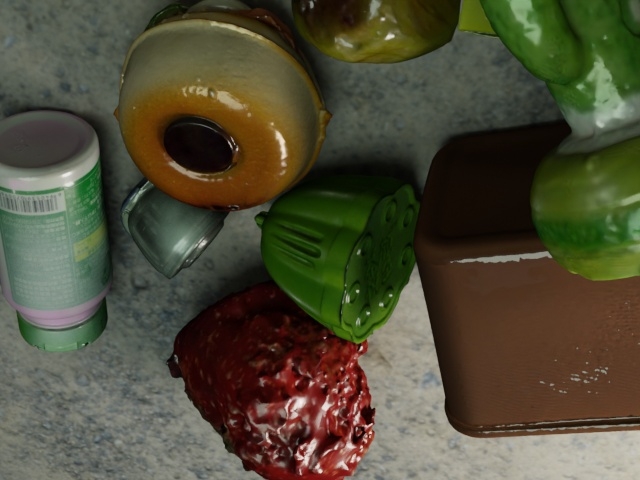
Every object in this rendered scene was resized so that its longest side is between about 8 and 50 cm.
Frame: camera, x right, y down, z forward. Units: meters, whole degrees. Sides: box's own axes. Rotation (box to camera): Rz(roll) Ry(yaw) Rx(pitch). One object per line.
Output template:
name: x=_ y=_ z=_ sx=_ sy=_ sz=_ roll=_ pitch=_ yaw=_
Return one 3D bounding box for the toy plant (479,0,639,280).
toy plant: x=0.229 y=-0.142 z=0.979 sx=0.184 sy=0.224 sz=0.316 roll=-11 pitch=104 yaw=46

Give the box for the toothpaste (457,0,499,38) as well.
toothpaste: x=0.175 y=-0.335 z=1.048 sx=0.077 sy=0.110 sz=0.327 roll=10 pitch=129 yaw=8

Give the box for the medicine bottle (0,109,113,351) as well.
medicine bottle: x=-0.308 y=-0.003 z=1.411 sx=0.133 sy=0.133 sz=0.274 roll=8 pitch=128 yaw=7

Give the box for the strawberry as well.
strawberry: x=-0.035 y=0.161 z=1.438 sx=0.220 sy=0.274 sz=0.274 roll=-44 pitch=113 yaw=-4

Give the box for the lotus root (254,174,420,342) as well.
lotus root: x=0.000 y=0.000 z=1.339 sx=0.186 sy=0.186 sz=0.186 roll=7 pitch=129 yaw=8

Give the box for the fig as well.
fig: x=0.056 y=-0.230 z=1.144 sx=0.165 sy=0.144 sz=0.154 roll=12 pitch=166 yaw=-21

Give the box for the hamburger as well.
hamburger: x=-0.101 y=-0.130 z=1.254 sx=0.237 sy=0.147 sz=0.237 roll=8 pitch=134 yaw=9

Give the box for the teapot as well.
teapot: x=-0.169 y=-0.027 z=1.399 sx=0.108 sy=0.149 sz=0.111 roll=42 pitch=88 yaw=-2

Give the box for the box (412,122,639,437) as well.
box: x=0.277 y=0.027 z=1.234 sx=0.339 sy=0.239 sz=0.229 roll=-6 pitch=124 yaw=18
